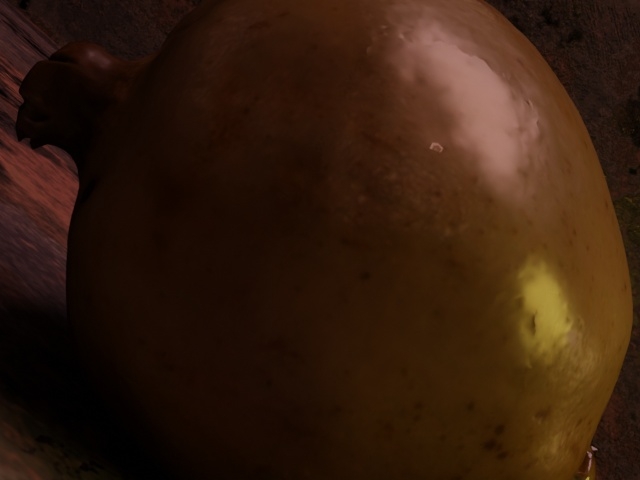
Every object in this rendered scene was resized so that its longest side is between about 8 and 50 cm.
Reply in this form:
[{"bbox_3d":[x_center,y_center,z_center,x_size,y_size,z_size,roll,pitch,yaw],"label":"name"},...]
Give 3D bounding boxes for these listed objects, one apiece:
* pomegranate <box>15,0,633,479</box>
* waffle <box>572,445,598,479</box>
[{"bbox_3d":[0.014,0.013,0.478,0.307,0.307,0.307,41,1,-1],"label":"pomegranate"},{"bbox_3d":[0.079,0.096,0.801,0.324,0.151,0.261,59,-8,1],"label":"waffle"}]
